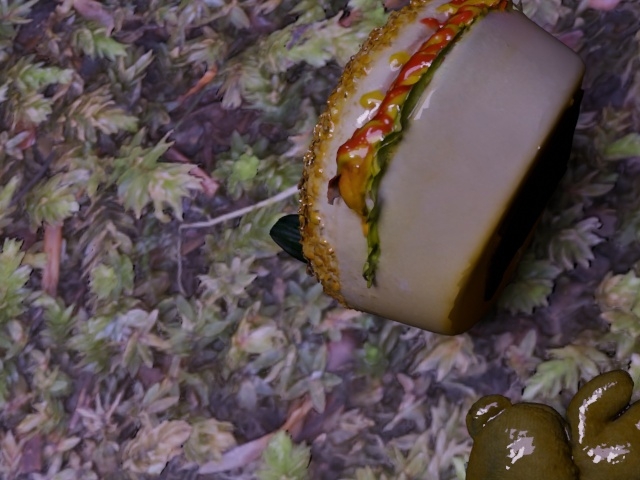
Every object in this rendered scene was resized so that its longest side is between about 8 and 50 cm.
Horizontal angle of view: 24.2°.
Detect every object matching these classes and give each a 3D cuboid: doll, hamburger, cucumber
[{"bbox_3d":[0.214,0.168,1.154,0.209,0.097,0.137,-7,93,3],"label":"doll"},{"bbox_3d":[0.092,-0.066,1.195,0.179,0.294,0.276,27,69,15],"label":"hamburger"},{"bbox_3d":[0.000,0.000,1.344,0.105,0.048,0.048,19,74,32],"label":"cucumber"}]
